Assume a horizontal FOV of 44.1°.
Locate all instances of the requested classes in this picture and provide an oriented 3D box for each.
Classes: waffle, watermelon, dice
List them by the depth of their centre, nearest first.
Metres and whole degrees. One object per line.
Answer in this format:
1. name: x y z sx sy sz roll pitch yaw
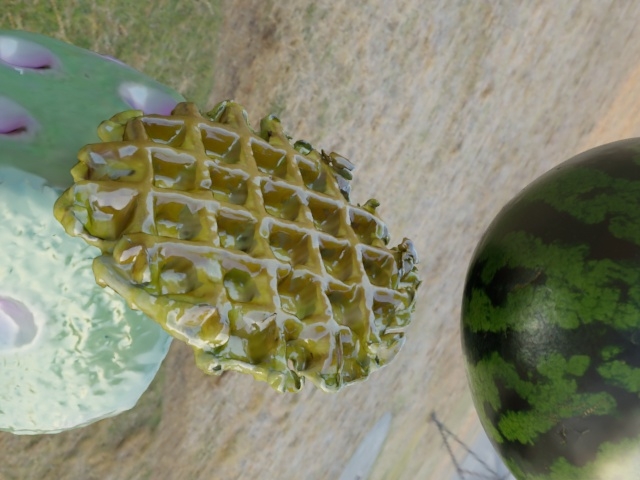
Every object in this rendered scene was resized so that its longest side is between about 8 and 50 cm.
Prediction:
1. watermelon: 0.240 0.068 0.540 0.285 0.285 0.285 -52 161 -25
2. waffle: -0.055 -0.011 0.684 0.068 0.325 0.302 -50 174 38
3. dice: -0.304 -0.016 0.841 0.318 0.322 0.330 -59 -156 29
